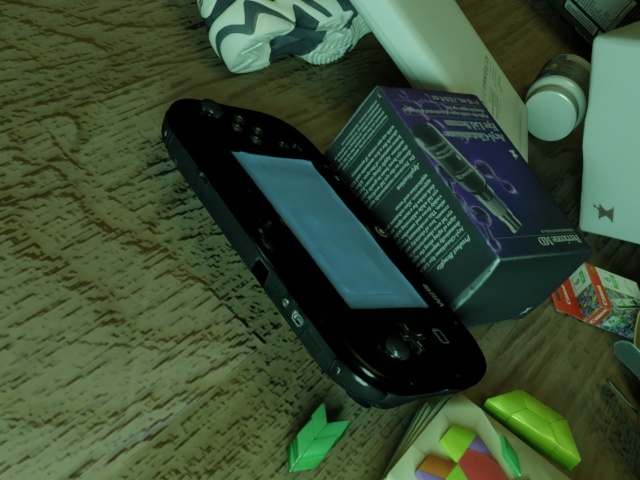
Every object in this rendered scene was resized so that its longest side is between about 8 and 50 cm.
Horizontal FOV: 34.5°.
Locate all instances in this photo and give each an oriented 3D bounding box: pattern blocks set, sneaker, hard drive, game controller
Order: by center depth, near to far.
[{"bbox_3d":[0.132,0.196,0.736,0.324,0.026,0.285,29,32,-1],"label":"pattern blocks set"},{"bbox_3d":[0.000,0.000,0.815,0.166,0.067,0.319,-6,48,-44],"label":"game controller"},{"bbox_3d":[-0.044,-0.261,1.061,0.235,0.094,0.153,-22,76,-41],"label":"sneaker"},{"bbox_3d":[0.131,-0.206,1.117,0.307,0.040,0.203,50,30,-23],"label":"hard drive"}]

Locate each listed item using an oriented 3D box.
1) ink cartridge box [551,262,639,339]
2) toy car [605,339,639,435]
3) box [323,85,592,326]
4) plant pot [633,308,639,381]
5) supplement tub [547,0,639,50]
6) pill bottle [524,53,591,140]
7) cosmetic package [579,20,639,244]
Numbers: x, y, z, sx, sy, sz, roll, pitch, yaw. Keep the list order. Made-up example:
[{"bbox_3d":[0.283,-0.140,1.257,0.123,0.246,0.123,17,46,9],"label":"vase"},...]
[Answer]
[{"bbox_3d":[0.288,0.058,1.071,0.115,0.029,0.063,20,40,-27],"label":"ink cartridge box"},{"bbox_3d":[0.344,0.155,0.920,0.188,0.155,0.149,31,65,25],"label":"toy car"},{"bbox_3d":[0.121,-0.031,0.949,0.153,0.108,0.207,-5,54,-46],"label":"box"},{"bbox_3d":[0.424,0.128,1.035,0.236,0.032,0.236,3,63,-5],"label":"plant pot"},{"bbox_3d":[0.486,-0.365,1.565,0.207,0.207,0.338,-18,64,-50],"label":"supplement tub"},{"bbox_3d":[0.301,-0.180,1.303,0.078,0.078,0.137,40,34,0],"label":"pill bottle"},{"bbox_3d":[0.496,-0.166,1.242,0.161,0.230,0.453,18,31,39],"label":"cosmetic package"}]
